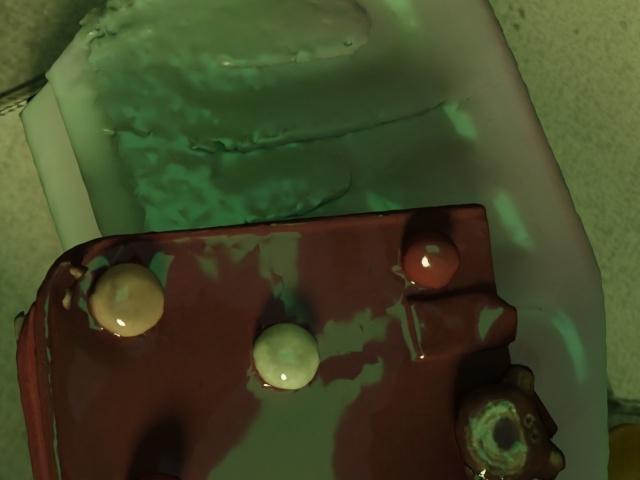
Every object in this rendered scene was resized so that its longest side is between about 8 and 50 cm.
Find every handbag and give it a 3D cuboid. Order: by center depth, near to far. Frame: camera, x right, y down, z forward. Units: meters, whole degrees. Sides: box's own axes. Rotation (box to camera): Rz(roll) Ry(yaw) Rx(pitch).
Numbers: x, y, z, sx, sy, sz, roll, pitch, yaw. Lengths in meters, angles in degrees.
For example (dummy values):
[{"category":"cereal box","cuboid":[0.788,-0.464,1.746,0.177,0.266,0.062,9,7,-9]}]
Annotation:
[{"category":"handbag","cuboid":[-0.003,0.093,0.385,0.216,0.074,0.203,-6,79,-20]}]

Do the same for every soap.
[{"category":"soap","cuboid":[0.000,0.000,0.537,0.261,0.156,0.446,-16,80,-24]}]

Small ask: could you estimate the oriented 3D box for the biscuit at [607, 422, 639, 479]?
[{"category":"biscuit","cuboid":[0.197,0.246,0.604,0.203,0.041,0.260,14,72,-17]}]
